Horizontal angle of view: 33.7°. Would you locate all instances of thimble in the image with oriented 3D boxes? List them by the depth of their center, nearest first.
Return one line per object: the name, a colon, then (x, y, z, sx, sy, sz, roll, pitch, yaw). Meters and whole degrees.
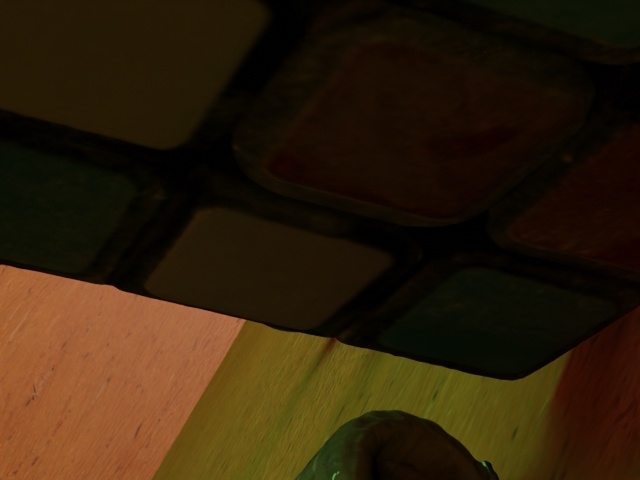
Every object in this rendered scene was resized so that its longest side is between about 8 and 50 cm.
thimble: (0.029, 0.143, 0.490, 0.090, 0.102, 0.115, -54, 36, 28)

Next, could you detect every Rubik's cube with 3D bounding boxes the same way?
Rubik's cube: (0.029, -0.182, 0.453, 0.359, 0.363, 0.362, -46, 39, 48)

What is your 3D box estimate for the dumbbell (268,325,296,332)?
dumbbell: (0.000, 0.000, 1.140, 0.179, 0.179, 0.406, -58, 6, -14)
